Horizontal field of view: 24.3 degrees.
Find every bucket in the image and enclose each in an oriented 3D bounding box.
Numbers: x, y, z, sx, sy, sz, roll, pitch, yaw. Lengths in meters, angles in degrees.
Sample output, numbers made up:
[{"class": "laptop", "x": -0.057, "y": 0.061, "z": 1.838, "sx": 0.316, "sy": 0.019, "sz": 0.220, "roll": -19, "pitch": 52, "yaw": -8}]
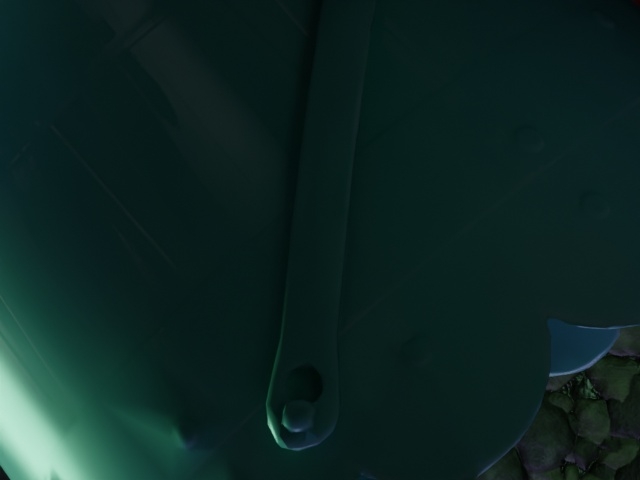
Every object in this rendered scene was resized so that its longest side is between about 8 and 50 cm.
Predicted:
[{"class": "bucket", "x": 0.000, "y": 0.000, "z": 0.487, "sx": 0.281, "sy": 0.183, "sz": 0.281, "roll": -39, "pitch": 171, "yaw": -8}]

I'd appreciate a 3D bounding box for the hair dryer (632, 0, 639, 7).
[{"class": "hair dryer", "x": 0.090, "y": -0.138, "z": 0.765, "sx": 0.224, "sy": 0.080, "sz": 0.293, "roll": 21, "pitch": -172, "yaw": 25}]
